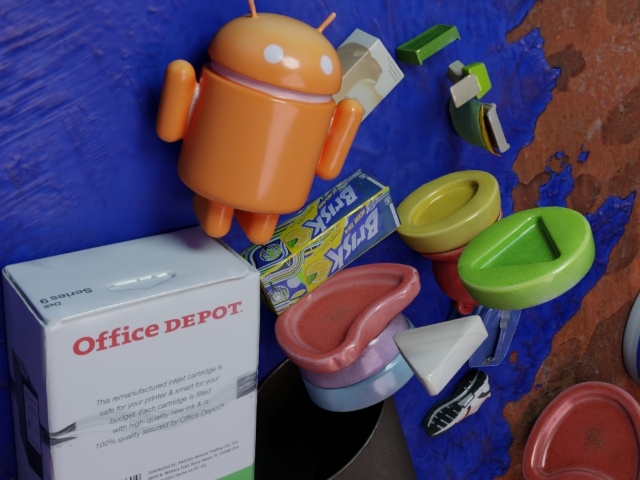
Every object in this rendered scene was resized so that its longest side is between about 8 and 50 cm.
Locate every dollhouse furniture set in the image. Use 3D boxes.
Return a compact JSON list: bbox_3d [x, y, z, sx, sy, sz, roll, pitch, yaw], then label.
[{"bbox_3d":[0.138,-0.146,1.155,0.059,0.076,0.151,-35,120,-19],"label":"dollhouse furniture set"}]

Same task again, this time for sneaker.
[{"bbox_3d":[0.178,0.216,1.408,0.109,0.040,0.043,-40,133,-11],"label":"sneaker"}]

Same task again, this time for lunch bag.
[{"bbox_3d":[0.198,0.110,1.346,0.067,0.065,0.098,1,113,-37],"label":"lunch bag"}]

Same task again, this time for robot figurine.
[{"bbox_3d":[-0.057,-0.109,0.995,0.128,0.158,0.219,-30,140,-67],"label":"robot figurine"}]

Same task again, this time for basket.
[{"bbox_3d":[0.028,0.252,1.247,0.204,0.154,0.227,-57,142,-26],"label":"basket"}]

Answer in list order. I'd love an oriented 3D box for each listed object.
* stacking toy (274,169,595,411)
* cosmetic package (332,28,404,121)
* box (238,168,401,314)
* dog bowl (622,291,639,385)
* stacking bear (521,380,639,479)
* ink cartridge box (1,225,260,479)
[{"bbox_3d":[0.132,0.077,1.107,0.309,0.279,0.130,-39,119,-21],"label":"stacking toy"},{"bbox_3d":[0.022,-0.146,1.090,0.115,0.041,0.060,-48,133,-5],"label":"cosmetic package"},{"bbox_3d":[0.000,0.000,1.147,0.169,0.054,0.059,-36,131,-16],"label":"box"},{"bbox_3d":[0.570,0.124,1.602,0.265,0.104,0.264,-17,123,-28],"label":"dog bowl"},{"bbox_3d":[0.425,0.317,1.573,0.289,0.175,0.164,40,60,-52],"label":"stacking bear"},{"bbox_3d":[-0.176,0.150,1.053,0.211,0.121,0.289,-13,121,-31],"label":"ink cartridge box"}]
